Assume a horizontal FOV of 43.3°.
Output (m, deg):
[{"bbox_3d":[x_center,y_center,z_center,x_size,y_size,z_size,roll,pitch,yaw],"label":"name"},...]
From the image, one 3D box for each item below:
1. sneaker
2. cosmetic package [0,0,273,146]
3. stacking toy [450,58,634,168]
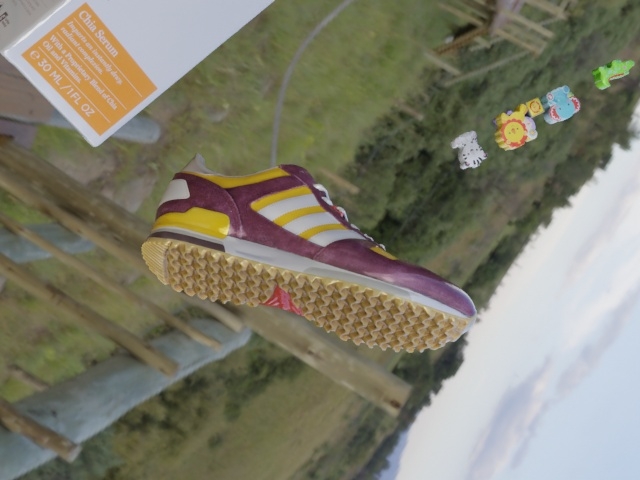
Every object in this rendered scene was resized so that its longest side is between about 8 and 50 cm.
[{"bbox_3d":[0.000,0.000,0.448,0.070,0.185,0.084,106,1,-59],"label":"sneaker"},{"bbox_3d":[-0.276,-0.392,1.286,0.453,0.161,0.230,-41,138,-2],"label":"cosmetic package"},{"bbox_3d":[0.301,-0.170,1.110,0.221,0.052,0.167,-27,-178,-14],"label":"stacking toy"}]
